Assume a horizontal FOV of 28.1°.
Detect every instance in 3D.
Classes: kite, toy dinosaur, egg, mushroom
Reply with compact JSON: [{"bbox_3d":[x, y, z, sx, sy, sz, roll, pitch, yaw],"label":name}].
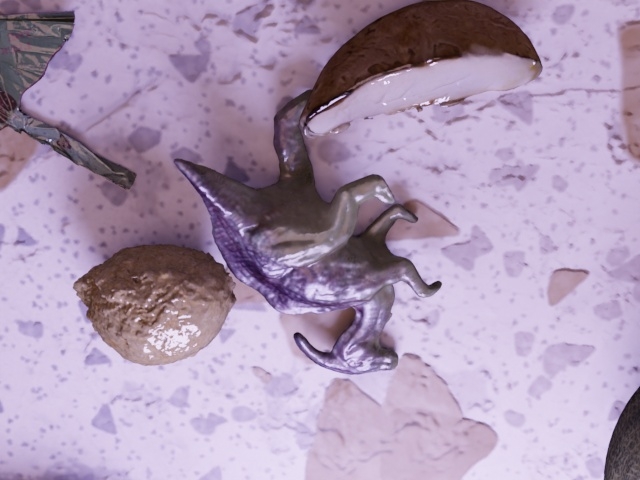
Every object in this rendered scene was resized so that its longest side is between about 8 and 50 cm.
[{"bbox_3d":[-0.278,-0.113,1.151,0.250,0.012,0.229,34,110,-9],"label":"kite"},{"bbox_3d":[0.002,0.004,1.145,0.162,0.077,0.294,-38,105,6],"label":"toy dinosaur"},{"bbox_3d":[-0.146,0.054,1.149,0.140,0.116,0.118,-10,132,17],"label":"egg"},{"bbox_3d":[0.078,-0.152,1.083,0.210,0.094,0.072,-13,140,3],"label":"mushroom"}]

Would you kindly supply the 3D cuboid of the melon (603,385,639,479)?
[{"bbox_3d":[0.377,0.243,1.126,0.249,0.248,0.329,-11,111,6],"label":"melon"}]
